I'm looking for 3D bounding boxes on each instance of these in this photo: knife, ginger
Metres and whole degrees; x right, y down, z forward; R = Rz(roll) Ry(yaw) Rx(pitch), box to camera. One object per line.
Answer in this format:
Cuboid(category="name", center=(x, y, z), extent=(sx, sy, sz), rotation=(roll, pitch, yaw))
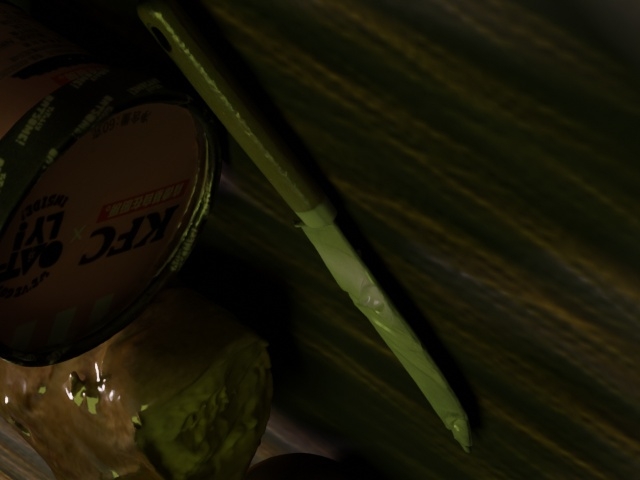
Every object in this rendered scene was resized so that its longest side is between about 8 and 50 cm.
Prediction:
Cuboid(category="knife", center=(0.002, -0.002, 0.844), extent=(0.298, 0.017, 0.047), rotation=(52, 155, -24))
Cuboid(category="ginger", center=(-0.143, 0.050, 0.996), extent=(0.270, 0.123, 0.219), rotation=(39, 154, 27))

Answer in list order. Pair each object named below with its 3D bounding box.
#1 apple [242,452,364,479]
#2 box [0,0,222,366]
Cuboid(category="apple", center=(-0.010, 0.180, 1.030), extent=(0.114, 0.099, 0.102), rotation=(30, 145, -11))
Cuboid(category="box", center=(-0.145, -0.039, 0.844), extent=(0.135, 0.151, 0.151), rotation=(38, 154, 25))
